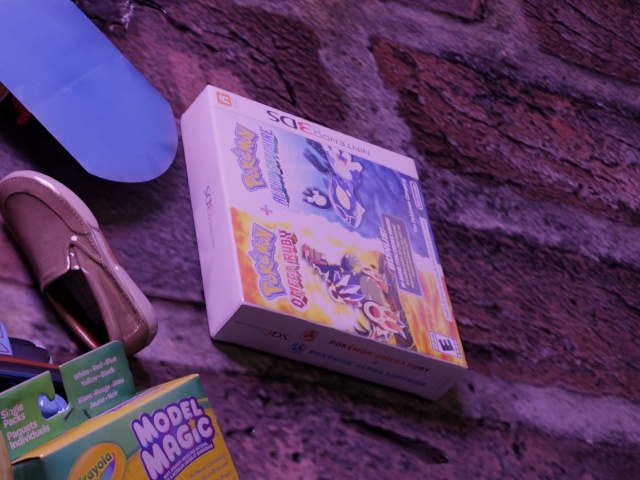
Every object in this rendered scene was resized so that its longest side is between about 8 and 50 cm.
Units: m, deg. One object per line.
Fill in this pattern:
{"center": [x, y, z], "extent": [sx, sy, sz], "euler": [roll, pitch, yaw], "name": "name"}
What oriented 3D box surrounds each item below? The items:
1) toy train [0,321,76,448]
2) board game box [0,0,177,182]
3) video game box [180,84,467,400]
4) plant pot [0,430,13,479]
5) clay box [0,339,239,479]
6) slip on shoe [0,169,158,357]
{"center": [-0.207, 0.079, 0.908], "extent": [0.184, 0.080, 0.105], "euler": [11, 40, -36], "name": "toy train"}
{"center": [-0.172, -0.098, 1.168], "extent": [0.168, 0.033, 0.133], "euler": [46, 30, -3], "name": "board game box"}
{"center": [0.000, 0.000, 1.216], "extent": [0.187, 0.048, 0.205], "euler": [16, 43, -29], "name": "video game box"}
{"center": [-0.249, 0.140, 0.647], "extent": [0.276, 0.254, 0.276], "euler": [25, 39, -22], "name": "plant pot"}
{"center": [-0.086, 0.165, 0.884], "extent": [0.127, 0.053, 0.222], "euler": [-26, 97, -53], "name": "clay box"}
{"center": [-0.154, 0.016, 1.050], "extent": [0.135, 0.051, 0.041], "euler": [54, 33, 3], "name": "slip on shoe"}
